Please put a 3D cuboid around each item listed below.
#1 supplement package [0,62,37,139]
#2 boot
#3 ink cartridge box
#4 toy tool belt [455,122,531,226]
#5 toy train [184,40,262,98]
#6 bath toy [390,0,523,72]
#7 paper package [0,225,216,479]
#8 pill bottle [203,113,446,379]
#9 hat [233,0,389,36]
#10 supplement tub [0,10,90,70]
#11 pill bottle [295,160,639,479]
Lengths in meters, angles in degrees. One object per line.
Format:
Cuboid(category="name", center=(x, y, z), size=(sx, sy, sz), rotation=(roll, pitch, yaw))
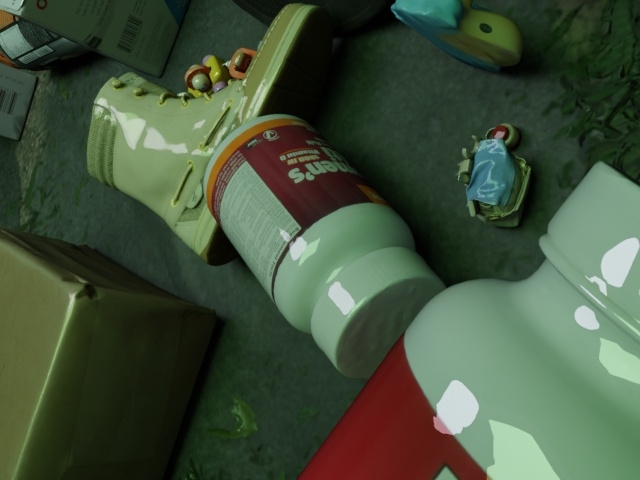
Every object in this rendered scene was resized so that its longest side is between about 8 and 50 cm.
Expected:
Cuboid(category="supplement package", center=(-0.532, -0.223, 1.265), size=(0.179, 0.105, 0.105), rotation=(13, 87, 45))
Cuboid(category="boot", center=(-0.116, -0.134, 0.807), size=(0.203, 0.095, 0.262), rotation=(32, 107, 25))
Cuboid(category="ink cartridge box", center=(-0.254, -0.292, 0.955), size=(0.082, 0.190, 0.140), rotation=(26, 95, 45))
Cuboid(category="toy tool belt", center=(0.127, -0.053, 0.610), size=(0.052, 0.051, 0.083), rotation=(-6, 73, 43))
Cuboid(category="toy train", center=(-0.115, -0.145, 0.877), size=(0.125, 0.046, 0.166), rotation=(34, 101, 45))
Cuboid(category="bath toy", center=(0.160, -0.307, 0.604), size=(0.151, 0.129, 0.348), rotation=(26, 95, 46))
Cuboid(category="paper package", center=(-0.296, 0.171, 0.869), size=(0.309, 0.168, 0.325), rotation=(20, 92, 47))
Cuboid(category="pill bottle", center=(0.000, 0.000, 0.667), size=(0.121, 0.121, 0.221), rotation=(-55, 47, 17))
Cuboid(category="hat", center=(-0.006, -0.345, 0.749), size=(0.134, 0.331, 0.331), rotation=(-37, 37, -27))
Cuboid(category="supplement tub", center=(-0.368, -0.299, 1.121), size=(0.190, 0.117, 0.117), rotation=(-6, 73, 43))
Cuboid(category="pill bottle", center=(0.096, 0.172, 0.444), size=(0.408, 0.229, 0.229), rotation=(-56, 47, 15))
